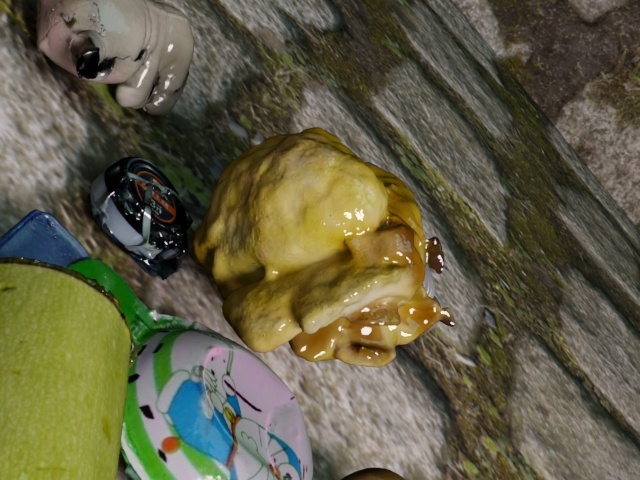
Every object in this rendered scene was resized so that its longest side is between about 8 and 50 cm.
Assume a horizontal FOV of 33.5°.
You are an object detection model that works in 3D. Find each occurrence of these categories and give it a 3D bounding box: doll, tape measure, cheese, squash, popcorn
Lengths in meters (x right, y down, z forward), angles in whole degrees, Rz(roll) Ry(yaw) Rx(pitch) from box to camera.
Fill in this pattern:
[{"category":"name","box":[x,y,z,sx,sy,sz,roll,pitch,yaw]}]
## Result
[{"category":"doll","box":[-0.193,-0.192,1.004,0.192,0.095,0.149,8,52,-61]},{"category":"tape measure","box":[-0.150,-0.025,0.902,0.094,0.054,0.091,49,22,-25]},{"category":"cheese","box":[-0.107,0.107,0.762,0.320,0.083,0.204,48,25,-11]},{"category":"squash","box":[-0.175,0.137,0.554,0.132,0.132,0.247,37,34,-30]},{"category":"popcorn","box":[-0.002,0.001,0.882,0.191,0.190,0.253,-6,15,-26]}]

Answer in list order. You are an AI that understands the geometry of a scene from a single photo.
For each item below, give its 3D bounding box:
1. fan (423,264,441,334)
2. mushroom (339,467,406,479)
[{"category":"fan","box":[0.068,0.063,1.106,0.074,0.130,0.244,66,14,20]},{"category":"mushroom","box":[0.134,0.318,0.867,0.350,0.128,0.128,43,26,-11]}]
